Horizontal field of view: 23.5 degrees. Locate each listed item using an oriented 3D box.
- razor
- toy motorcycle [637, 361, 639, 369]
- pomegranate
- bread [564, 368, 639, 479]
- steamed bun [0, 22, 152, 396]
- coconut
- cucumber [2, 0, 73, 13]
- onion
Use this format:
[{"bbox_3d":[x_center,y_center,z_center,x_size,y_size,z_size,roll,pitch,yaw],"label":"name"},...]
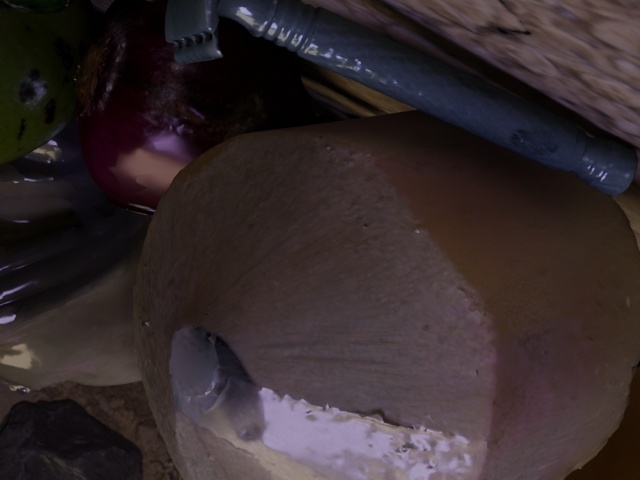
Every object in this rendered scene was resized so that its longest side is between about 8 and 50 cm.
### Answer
[{"bbox_3d":[0.045,-0.077,0.717,0.232,0.068,0.106,22,179,-16],"label":"razor"},{"bbox_3d":[0.136,0.064,1.422,0.326,0.148,0.221,25,155,7],"label":"toy motorcycle"},{"bbox_3d":[-0.252,-0.148,1.013,0.179,0.179,0.210,22,156,54],"label":"pomegranate"},{"bbox_3d":[0.390,0.332,1.516,0.361,0.394,0.250,31,160,-10],"label":"bread"},{"bbox_3d":[-0.246,-0.044,1.196,0.339,0.352,0.247,-14,175,-23],"label":"steamed bun"},{"bbox_3d":[0.023,0.050,0.791,0.244,0.239,0.239,-9,-155,-44],"label":"coconut"},{"bbox_3d":[-0.166,-0.171,0.807,0.069,0.069,0.227,27,173,5],"label":"cucumber"},{"bbox_3d":[-0.066,-0.065,0.985,0.198,0.135,0.173,26,180,-15],"label":"onion"}]
